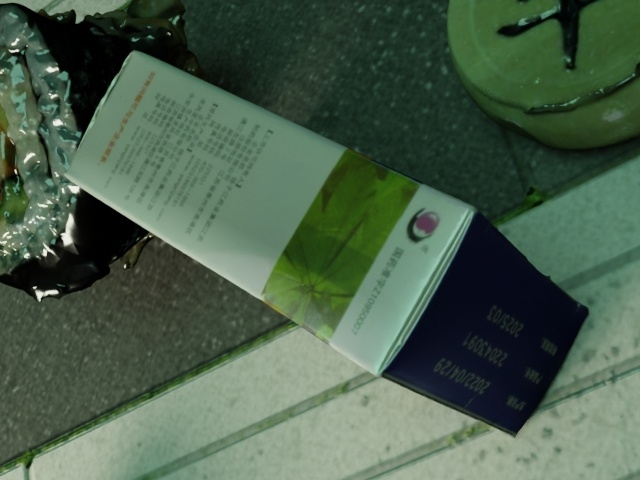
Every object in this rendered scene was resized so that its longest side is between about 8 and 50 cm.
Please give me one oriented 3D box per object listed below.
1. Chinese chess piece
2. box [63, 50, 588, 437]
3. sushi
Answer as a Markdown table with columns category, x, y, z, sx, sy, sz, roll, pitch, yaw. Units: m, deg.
| category | x | y | z | sx | sy | sz | roll | pitch | yaw |
| --- | --- | --- | --- | --- | --- | --- | --- | --- | --- |
| Chinese chess piece | 0.178 | -0.155 | 0.686 | 0.188 | 0.083 | 0.188 | -12 | 68 | 31 |
| box | 0.000 | 0.000 | 0.668 | 0.299 | 0.200 | 0.106 | 27 | 87 | 37 |
| sushi | -0.191 | -0.083 | 0.832 | 0.238 | 0.218 | 0.225 | -3 | 101 | 29 |
